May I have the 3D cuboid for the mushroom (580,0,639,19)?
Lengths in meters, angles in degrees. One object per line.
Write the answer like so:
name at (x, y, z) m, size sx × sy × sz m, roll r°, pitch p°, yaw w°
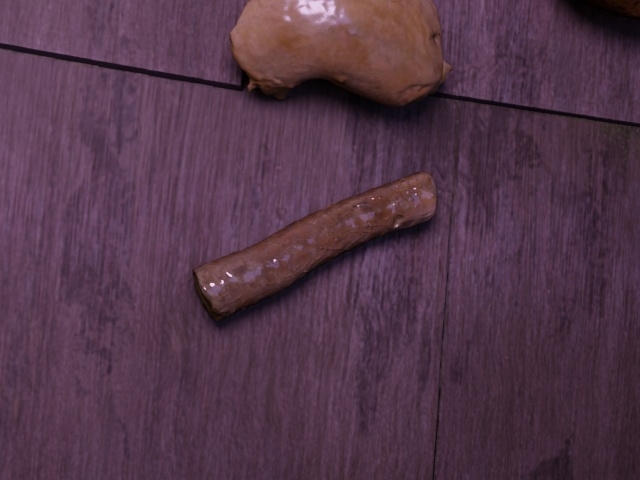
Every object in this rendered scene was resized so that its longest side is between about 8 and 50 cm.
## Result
mushroom at (0.363, -0.425, 1.235) m, size 0.345 × 0.239 × 0.345 m, roll 2°, pitch 74°, yaw -8°

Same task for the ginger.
ginger at (0.032, -0.221, 1.135) m, size 0.267 × 0.152 × 0.138 m, roll 4°, pitch 60°, yaw -17°

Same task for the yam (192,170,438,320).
yam at (0.000, 0.000, 1.161) m, size 0.299 × 0.066 × 0.066 m, roll -26°, pitch 100°, yaw -20°
